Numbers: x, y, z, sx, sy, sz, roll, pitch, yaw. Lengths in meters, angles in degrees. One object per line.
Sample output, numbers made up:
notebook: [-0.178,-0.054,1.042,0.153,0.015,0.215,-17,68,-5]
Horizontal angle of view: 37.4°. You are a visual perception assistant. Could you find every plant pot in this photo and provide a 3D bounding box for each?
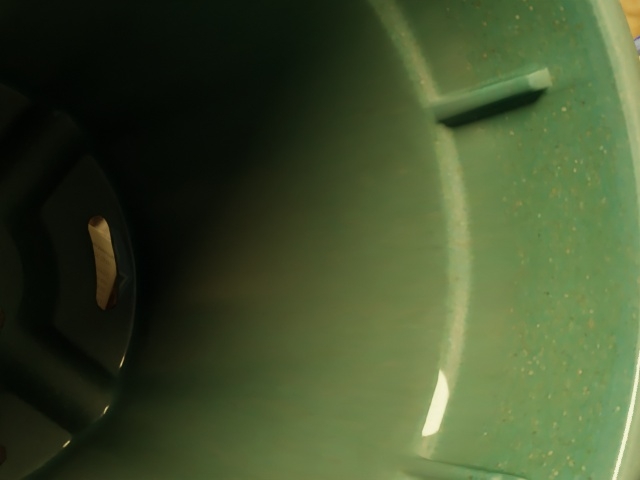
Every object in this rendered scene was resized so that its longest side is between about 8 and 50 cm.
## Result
plant pot: [-0.109,0.003,0.372,0.334,0.341,0.341,-9,63,51]

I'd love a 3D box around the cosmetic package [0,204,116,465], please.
cosmetic package: [-0.279,0.074,0.602,0.224,0.138,0.224,7,74,16]

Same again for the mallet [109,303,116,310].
mallet: [-0.075,0.009,0.656,0.062,0.039,0.189,29,73,19]

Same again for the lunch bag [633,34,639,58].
lunch bag: [0.223,-0.016,0.573,0.303,0.115,0.243,-25,67,1]
